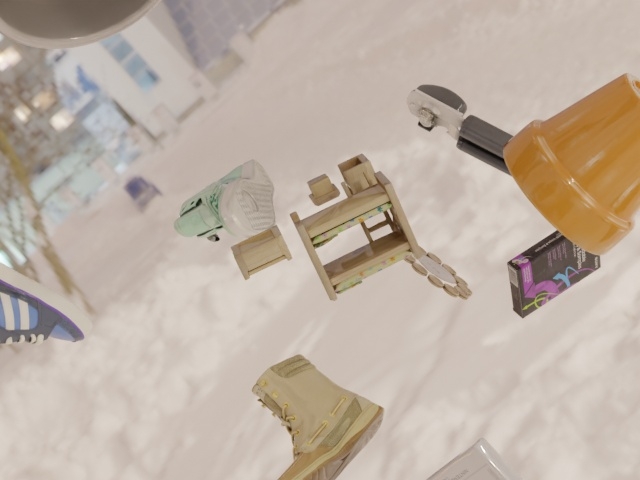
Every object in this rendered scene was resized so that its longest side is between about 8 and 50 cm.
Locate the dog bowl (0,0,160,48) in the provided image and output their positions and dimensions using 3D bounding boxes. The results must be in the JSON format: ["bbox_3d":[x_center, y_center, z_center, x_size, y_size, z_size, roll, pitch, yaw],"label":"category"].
[{"bbox_3d":[-0.331,-0.401,1.571,0.349,0.102,0.348,-23,-31,-15],"label":"dog bowl"}]

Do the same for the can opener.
[{"bbox_3d":[0.273,-0.194,2.049,0.093,0.280,0.074,-50,-18,-23],"label":"can opener"}]

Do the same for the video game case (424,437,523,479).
[{"bbox_3d":[0.170,0.274,1.118,0.019,0.157,0.143,-36,-10,-36],"label":"video game case"}]

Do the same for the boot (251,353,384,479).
[{"bbox_3d":[-0.045,0.314,1.961,0.262,0.203,0.095,-41,-27,-33],"label":"boot"}]

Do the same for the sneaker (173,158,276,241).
[{"bbox_3d":[-0.149,-0.029,1.749,0.151,0.094,0.256,-32,13,11],"label":"sneaker"}]

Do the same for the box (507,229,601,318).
[{"bbox_3d":[0.364,0.038,1.826,0.162,0.116,0.029,-33,47,-15],"label":"box"}]

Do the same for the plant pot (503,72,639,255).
[{"bbox_3d":[0.384,-0.117,1.588,0.188,0.205,0.205,-44,8,26],"label":"plant pot"}]

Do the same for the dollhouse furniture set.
[{"bbox_3d":[0.000,0.000,1.309,0.182,0.101,0.161,-25,18,-1],"label":"dollhouse furniture set"}]

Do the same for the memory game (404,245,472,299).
[{"bbox_3d":[0.226,0.059,2.353,0.012,0.186,0.186,-55,6,16],"label":"memory game"}]

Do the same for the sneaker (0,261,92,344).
[{"bbox_3d":[-0.576,0.167,2.031,0.130,0.323,0.236,-2,58,53],"label":"sneaker"}]
